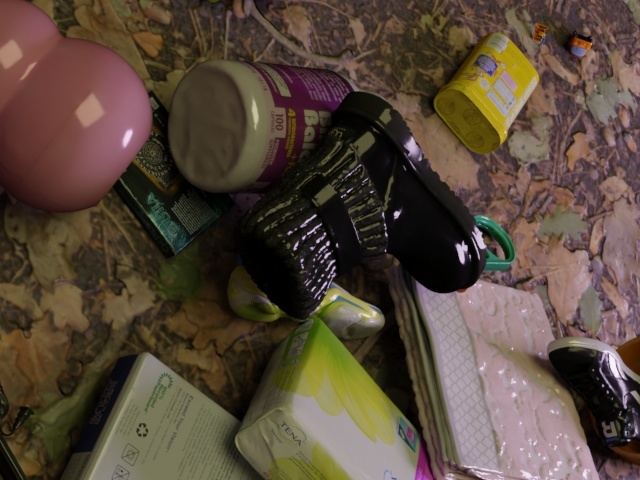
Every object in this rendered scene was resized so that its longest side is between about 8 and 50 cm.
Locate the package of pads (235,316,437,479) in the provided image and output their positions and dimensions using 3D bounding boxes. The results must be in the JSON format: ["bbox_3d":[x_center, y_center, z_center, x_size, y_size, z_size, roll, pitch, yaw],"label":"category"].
[{"bbox_3d":[0.034,0.272,1.621,0.296,0.101,0.229,49,25,-13],"label":"package of pads"}]

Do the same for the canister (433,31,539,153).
[{"bbox_3d":[0.265,-0.235,2.042,0.126,0.073,0.170,47,51,-14],"label":"canister"}]

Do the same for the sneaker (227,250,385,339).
[{"bbox_3d":[-0.014,0.053,1.724,0.240,0.091,0.126,16,58,-36],"label":"sneaker"}]

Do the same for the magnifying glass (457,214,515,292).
[{"bbox_3d":[0.233,0.023,1.903,0.092,0.026,0.231,47,31,1],"label":"magnifying glass"}]

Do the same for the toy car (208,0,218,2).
[{"bbox_3d":[-0.061,-0.403,1.819,0.188,0.155,0.149,9,69,-44],"label":"toy car"}]

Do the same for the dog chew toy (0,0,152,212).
[{"bbox_3d":[-0.358,-0.182,1.491,0.332,0.206,0.207,37,55,-11],"label":"dog chew toy"}]

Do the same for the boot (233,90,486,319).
[{"bbox_3d":[0.052,0.014,1.642,0.348,0.131,0.260,51,61,-32],"label":"boot"}]

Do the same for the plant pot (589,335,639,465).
[{"bbox_3d":[0.550,0.272,2.009,0.188,0.205,0.205,38,54,-40],"label":"plant pot"}]

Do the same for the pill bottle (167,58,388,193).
[{"bbox_3d":[-0.039,-0.146,1.713,0.301,0.169,0.169,-3,76,-47],"label":"pill bottle"}]

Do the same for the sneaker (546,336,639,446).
[{"bbox_3d":[0.405,0.227,1.862,0.217,0.079,0.121,31,48,-36],"label":"sneaker"}]

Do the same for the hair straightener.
[{"bbox_3d":[-0.369,0.198,1.447,0.089,0.047,0.230,-22,83,-39],"label":"hair straightener"}]

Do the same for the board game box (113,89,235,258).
[{"bbox_3d":[-0.207,-0.085,1.671,0.126,0.026,0.186,-42,101,-38],"label":"board game box"}]

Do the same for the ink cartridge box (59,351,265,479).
[{"bbox_3d":[-0.166,0.353,1.513,0.330,0.071,0.324,42,53,-29],"label":"ink cartridge box"}]

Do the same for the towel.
[{"bbox_3d":[0.246,0.196,1.819,0.317,0.053,0.332,16,50,-39],"label":"towel"}]

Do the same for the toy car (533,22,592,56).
[{"bbox_3d":[0.409,-0.343,2.223,0.122,0.060,0.041,13,110,-15],"label":"toy car"}]
